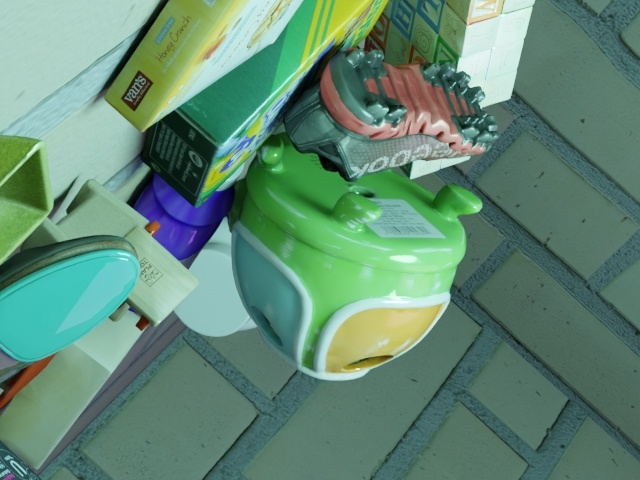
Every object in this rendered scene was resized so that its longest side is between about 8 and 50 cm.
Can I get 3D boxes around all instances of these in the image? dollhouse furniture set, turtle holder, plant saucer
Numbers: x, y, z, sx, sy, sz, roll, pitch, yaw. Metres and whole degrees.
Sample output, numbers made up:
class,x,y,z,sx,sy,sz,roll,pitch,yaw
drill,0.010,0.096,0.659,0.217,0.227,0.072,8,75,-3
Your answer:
class,x,y,z,sx,sy,sz,roll,pitch,yaw
dollhouse furniture set,-0.233,0.076,1.384,0.262,0.135,0.259,-46,179,-45
turtle holder,-0.004,0.007,1.642,0.243,0.320,0.227,-26,138,-58
plant saucer,-0.258,0.010,0.987,0.188,0.045,0.188,-47,178,-15

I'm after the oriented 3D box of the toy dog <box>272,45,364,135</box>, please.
class,x,y,z,sx,sy,sz,roll,pitch,yaw
toy dog,0.022,-0.210,1.943,0.220,0.161,0.333,-45,164,9

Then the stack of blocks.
class,x,y,z,sx,sy,sz,roll,pitch,yaw
stack of blocks,0.132,-0.212,1.669,0.087,0.171,0.297,-19,141,-25

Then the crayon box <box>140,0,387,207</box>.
class,x,y,z,sx,sy,sz,roll,pitch,yaw
crayon box,-0.030,-0.192,1.467,0.323,0.083,0.203,-48,178,-17

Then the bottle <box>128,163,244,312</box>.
class,x,y,z,sx,sy,sz,roll,pitch,yaw
bottle,-0.164,-0.023,1.691,0.118,0.092,0.283,-53,-179,-37

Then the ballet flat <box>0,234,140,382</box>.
class,x,y,z,sx,sy,sz,roll,pitch,yaw
ballet flat,-0.277,0.073,1.216,0.280,0.096,0.095,-39,136,-10

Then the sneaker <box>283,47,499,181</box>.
class,x,y,z,sx,sy,sz,roll,pitch,yaw
sneaker,0.068,-0.118,1.516,0.135,0.098,0.276,-33,158,34

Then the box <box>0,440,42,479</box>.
class,x,y,z,sx,sy,sz,roll,pitch,yaw
box,-0.440,0.316,1.613,0.247,0.142,0.163,-49,178,4

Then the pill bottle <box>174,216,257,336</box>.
class,x,y,z,sx,sy,sz,roll,pitch,yaw
pill bottle,-0.118,0.033,2.440,0.188,0.188,0.334,-49,178,24

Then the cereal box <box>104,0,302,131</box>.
class,x,y,z,sx,sy,sz,roll,pitch,yaw
cereal box,-0.060,-0.196,1.210,0.173,0.047,0.240,-50,177,35

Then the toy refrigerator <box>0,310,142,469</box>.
class,x,y,z,sx,sy,sz,roll,pitch,yaw
toy refrigerator,-0.340,0.183,1.997,0.269,0.094,0.102,-49,-175,43
